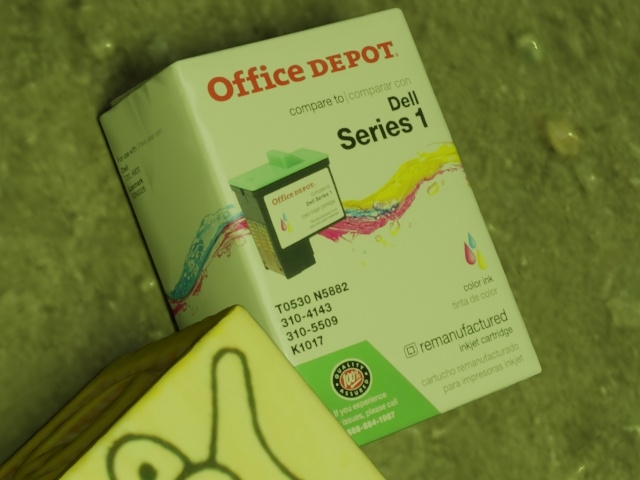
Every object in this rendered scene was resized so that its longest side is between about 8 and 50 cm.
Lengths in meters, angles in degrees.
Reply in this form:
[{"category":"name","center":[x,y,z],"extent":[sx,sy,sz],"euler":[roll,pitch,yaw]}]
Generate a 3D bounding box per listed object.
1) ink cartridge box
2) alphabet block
[{"category":"ink cartridge box","center":[0.000,0.000,1.270],"extent":[0.201,0.117,0.278],"euler":[-18,85,-35]},{"category":"alphabet block","center":[-0.084,0.184,1.116],"extent":[0.197,0.193,0.192],"euler":[52,55,-8]}]
